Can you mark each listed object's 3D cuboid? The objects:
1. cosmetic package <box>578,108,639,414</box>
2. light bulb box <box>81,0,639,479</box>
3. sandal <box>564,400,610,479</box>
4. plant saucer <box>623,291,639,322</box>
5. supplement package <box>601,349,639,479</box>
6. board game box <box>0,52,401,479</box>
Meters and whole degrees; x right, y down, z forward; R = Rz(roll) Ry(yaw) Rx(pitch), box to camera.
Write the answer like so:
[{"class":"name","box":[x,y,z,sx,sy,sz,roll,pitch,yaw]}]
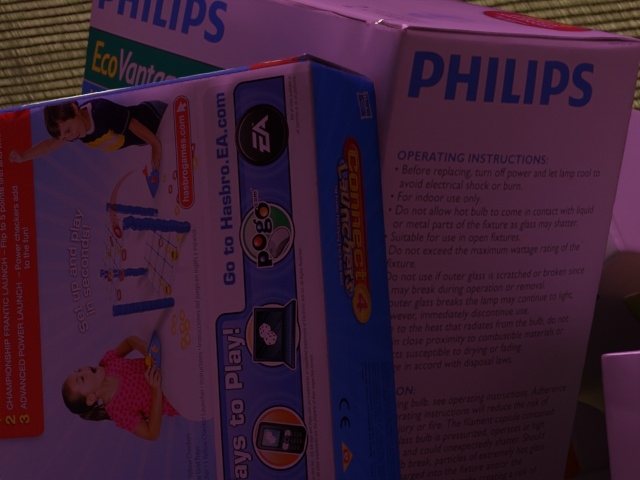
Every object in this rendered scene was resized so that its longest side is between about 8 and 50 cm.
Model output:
[{"class":"cosmetic package","box":[0.293,0.031,1.438,0.453,0.161,0.230,9,-39,-40]},{"class":"light bulb box","box":[0.000,0.000,1.197,0.225,0.361,0.358,-2,15,-39]},{"class":"sandal","box":[0.120,0.186,1.369,0.265,0.102,0.076,-5,-3,-10]},{"class":"plant saucer","box":[0.337,0.051,1.186,0.241,0.037,0.241,-3,-7,0]},{"class":"supplement package","box":[0.278,0.134,1.101,0.139,0.134,0.244,-6,-5,20]},{"class":"board game box","box":[-0.109,0.067,0.997,0.302,0.308,0.086,-6,-6,28]}]
